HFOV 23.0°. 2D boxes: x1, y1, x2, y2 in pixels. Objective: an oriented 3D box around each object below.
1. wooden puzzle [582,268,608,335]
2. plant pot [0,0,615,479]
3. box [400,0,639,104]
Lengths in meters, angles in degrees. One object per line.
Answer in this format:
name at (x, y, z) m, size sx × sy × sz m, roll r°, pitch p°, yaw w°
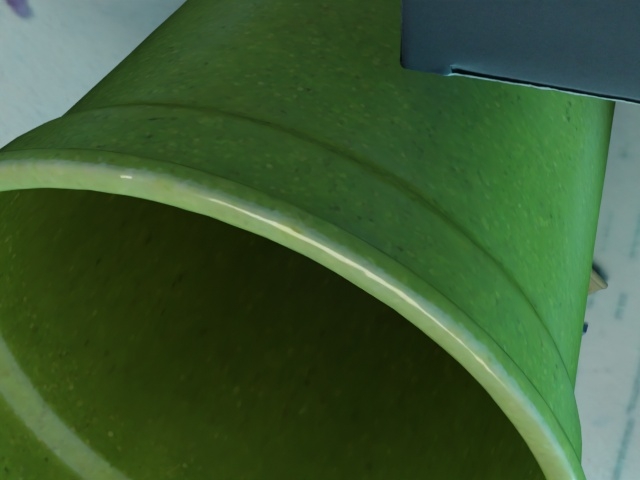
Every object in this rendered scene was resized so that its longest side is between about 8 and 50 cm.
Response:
wooden puzzle at (0.093, 0.015, 0.774) m, size 0.116 × 0.014 × 0.078 m, roll 37°, pitch 137°, yaw -16°
plant pot at (0.000, 0.000, 0.614) m, size 0.276 × 0.254 × 0.276 m, roll 14°, pitch 136°, yaw 14°
box at (0.119, -0.124, 0.507) m, size 0.156 × 0.158 × 0.093 m, roll 11°, pitch 137°, yaw 14°
